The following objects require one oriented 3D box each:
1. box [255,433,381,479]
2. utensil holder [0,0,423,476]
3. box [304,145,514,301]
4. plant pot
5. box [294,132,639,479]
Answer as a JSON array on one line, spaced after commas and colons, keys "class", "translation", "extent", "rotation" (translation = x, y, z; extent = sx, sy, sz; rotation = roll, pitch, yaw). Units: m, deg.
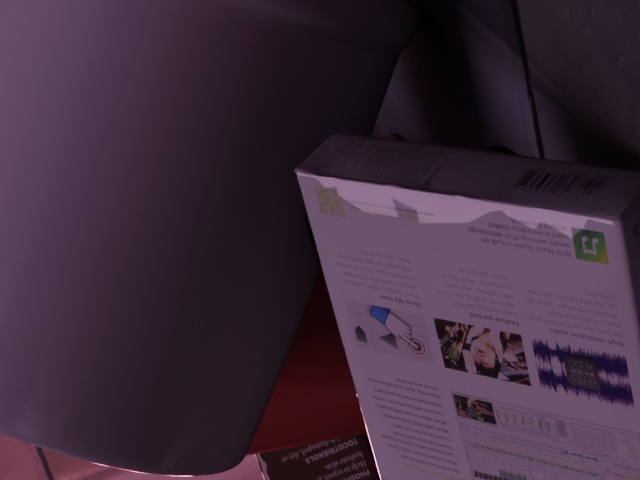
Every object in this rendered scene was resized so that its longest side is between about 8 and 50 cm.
[{"class": "box", "translation": [0.063, 0.290, 1.882], "extent": [0.191, 0.143, 0.381], "rotation": [-8, -104, -64]}, {"class": "utensil holder", "translation": [-0.139, -0.055, 1.394], "extent": [0.327, 0.328, 0.385], "rotation": [-133, 62, -69]}, {"class": "box", "translation": [0.089, 0.036, 1.290], "extent": [0.093, 0.156, 0.158], "rotation": [-134, 25, -72]}, {"class": "plant pot", "translation": [-0.001, 0.068, 1.657], "extent": [0.275, 0.243, 0.275], "rotation": [159, 90, -82]}, {"class": "box", "translation": [0.123, 0.091, 1.135], "extent": [0.232, 0.058, 0.322], "rotation": [11, 128, 36]}]
